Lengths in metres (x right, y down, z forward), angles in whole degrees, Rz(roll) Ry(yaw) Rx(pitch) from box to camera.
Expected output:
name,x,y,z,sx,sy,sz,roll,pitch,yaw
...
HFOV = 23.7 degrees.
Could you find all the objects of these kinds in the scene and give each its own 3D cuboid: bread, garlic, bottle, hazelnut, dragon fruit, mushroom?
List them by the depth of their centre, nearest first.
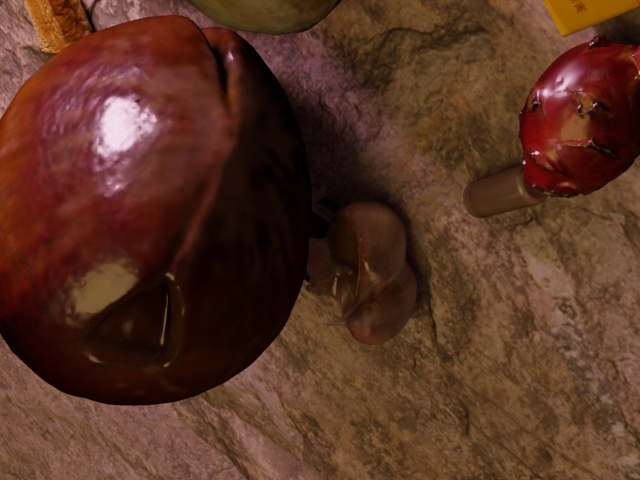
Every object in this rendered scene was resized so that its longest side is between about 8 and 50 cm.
name,x,y,z,sx,sy,sz,roll,pitch,yaw
dragon fruit,0.271,-0.133,1.373,0.246,0.125,0.125,-43,68,44
mushroom,-0.038,-0.289,1.499,0.164,0.189,0.267,39,143,-8
bottle,0.192,-0.051,1.582,0.096,0.045,0.045,-16,109,54
hazelnut,-0.178,-0.023,1.697,0.402,0.429,0.402,7,147,4
garlic,0.052,0.037,1.752,0.099,0.124,0.174,-120,23,-56
bread,-0.337,-0.295,1.916,0.074,0.053,0.132,-2,120,42

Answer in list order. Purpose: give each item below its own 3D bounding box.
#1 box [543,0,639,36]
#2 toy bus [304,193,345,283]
name,x,y,z,sx,sy,sz,roll,pitch,yaw
box,0.275,-0.281,1.296,0.269,0.043,0.152,-19,107,53
toy bus,0.000,0.000,1.821,0.037,0.052,0.130,32,142,16
